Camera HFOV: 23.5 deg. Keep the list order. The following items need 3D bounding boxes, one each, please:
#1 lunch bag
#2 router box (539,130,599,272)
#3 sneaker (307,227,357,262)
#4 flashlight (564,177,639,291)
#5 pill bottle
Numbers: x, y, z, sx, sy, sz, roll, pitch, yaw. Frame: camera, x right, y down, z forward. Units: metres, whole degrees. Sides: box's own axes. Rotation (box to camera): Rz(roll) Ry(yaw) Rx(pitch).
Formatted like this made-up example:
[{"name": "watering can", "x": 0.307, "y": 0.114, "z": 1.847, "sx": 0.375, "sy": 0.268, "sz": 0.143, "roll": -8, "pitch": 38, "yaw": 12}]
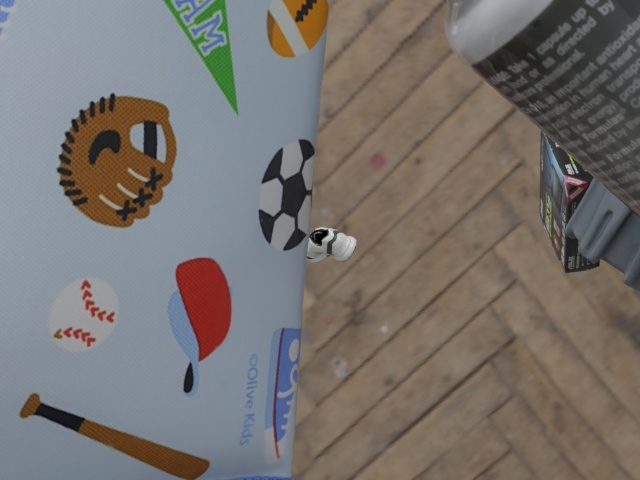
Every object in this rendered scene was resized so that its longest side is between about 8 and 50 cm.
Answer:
[{"name": "lunch bag", "x": -0.206, "y": -0.049, "z": 0.590, "sx": 0.239, "sy": 0.385, "sz": 0.328, "roll": 11, "pitch": 101, "yaw": 47}, {"name": "router box", "x": 0.247, "y": -0.043, "z": 1.524, "sx": 0.038, "sy": 0.092, "sz": 0.122, "roll": -11, "pitch": 135, "yaw": -4}, {"name": "sneaker", "x": 0.000, "y": 0.000, "z": 1.836, "sx": 0.109, "sy": 0.043, "sz": 0.040, "roll": -6, "pitch": 56, "yaw": 59}, {"name": "flashlight", "x": 0.266, "y": -0.114, "z": 1.025, "sx": 0.304, "sy": 0.103, "sz": 0.103, "roll": -61, "pitch": 28, "yaw": 19}, {"name": "pill bottle", "x": 0.171, "y": -0.120, "z": 0.826, "sx": 0.283, "sy": 0.161, "sz": 0.161, "roll": 40, "pitch": 118, "yaw": -10}]
